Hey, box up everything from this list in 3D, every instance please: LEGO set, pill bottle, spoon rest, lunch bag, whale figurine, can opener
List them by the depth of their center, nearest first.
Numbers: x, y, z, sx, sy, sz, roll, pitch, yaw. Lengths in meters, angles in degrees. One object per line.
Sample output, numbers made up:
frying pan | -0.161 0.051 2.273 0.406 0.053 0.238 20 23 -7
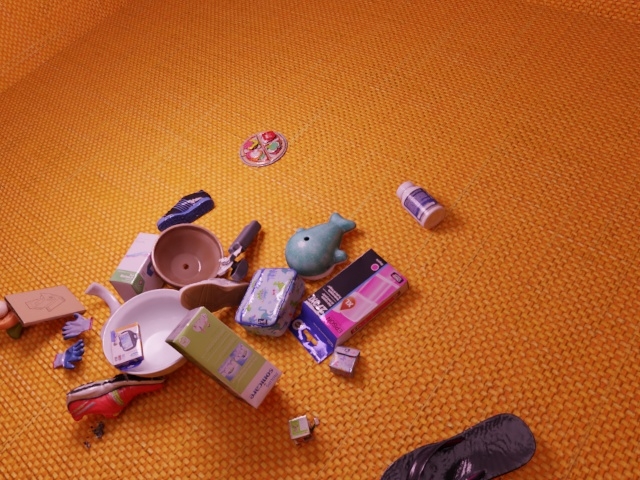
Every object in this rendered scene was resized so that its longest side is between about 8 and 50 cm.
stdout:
lunch bag | 0.071 0.346 1.454 0.071 0.053 0.083 13 50 19
LEGO set | -0.665 0.573 1.485 0.083 0.023 0.054 -44 54 -3
lunch bag | -0.162 0.191 1.583 0.176 0.090 0.218 2 53 33
whale figurine | 0.000 0.000 1.660 0.216 0.141 0.272 32 67 30
spoon rest | -0.697 0.260 1.673 0.137 0.084 0.276 -45 61 13
pill bottle | 0.336 -0.125 1.700 0.094 0.094 0.169 -31 55 -10
can opener | -0.269 0.036 1.705 0.074 0.093 0.280 -32 23 34

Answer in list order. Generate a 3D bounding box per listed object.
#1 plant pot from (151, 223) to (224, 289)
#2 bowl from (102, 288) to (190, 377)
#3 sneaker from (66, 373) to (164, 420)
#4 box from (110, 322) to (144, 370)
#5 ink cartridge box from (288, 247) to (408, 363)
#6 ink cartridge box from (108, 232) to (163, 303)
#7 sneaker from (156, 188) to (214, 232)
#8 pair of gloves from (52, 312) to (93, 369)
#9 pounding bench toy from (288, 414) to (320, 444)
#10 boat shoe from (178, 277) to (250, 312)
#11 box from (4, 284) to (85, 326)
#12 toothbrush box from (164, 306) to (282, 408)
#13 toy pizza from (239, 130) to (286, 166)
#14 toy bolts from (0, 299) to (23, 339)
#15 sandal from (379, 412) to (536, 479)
plant pot | -0.455 0.070 1.708 0.238 0.109 0.237 10 59 -17
bowl | -0.500 0.306 1.551 0.298 0.134 0.297 -3 50 3
sneaker | -0.606 0.469 1.504 0.279 0.107 0.118 -11 94 -12
box | -0.559 0.309 1.449 0.081 0.028 0.136 -18 48 -10
ink cartridge box | 0.080 0.195 1.555 0.371 0.069 0.176 -39 56 -12
ink cartridge box | -0.600 0.102 1.706 0.093 0.154 0.212 6 50 13
sneaker | -0.522 -0.114 1.906 0.232 0.081 0.090 -30 51 -17
pair of gloves | -0.815 0.329 1.649 0.160 0.023 0.198 -17 57 28
pounding bench toy | -0.037 0.509 1.353 0.084 0.065 0.052 -16 52 1
boat shoe | -0.342 0.167 1.579 0.096 0.277 0.098 19 99 38
box | -0.943 0.219 1.717 0.164 0.021 0.201 34 27 30
toothbrush box | -0.271 0.318 1.376 0.283 0.206 0.122 42 67 -12
toy pizza | -0.238 -0.384 2.056 0.202 0.032 0.201 -6 54 9
toy bolts | -1.150 0.284 1.712 0.218 0.158 0.228 24 64 27
sandal | 0.313 0.550 1.217 0.446 0.107 0.167 -29 54 -8
